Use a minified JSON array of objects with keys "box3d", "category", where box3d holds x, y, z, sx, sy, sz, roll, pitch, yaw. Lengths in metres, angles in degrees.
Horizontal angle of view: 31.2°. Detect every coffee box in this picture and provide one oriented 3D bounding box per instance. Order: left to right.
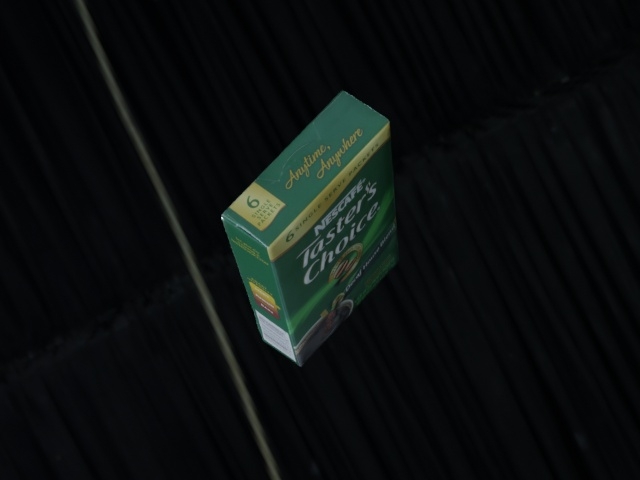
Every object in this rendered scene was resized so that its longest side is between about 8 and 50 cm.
[{"box3d":[0.000,0.000,0.734,0.113,0.040,0.184,-46,-23,-19],"category":"coffee box"}]
